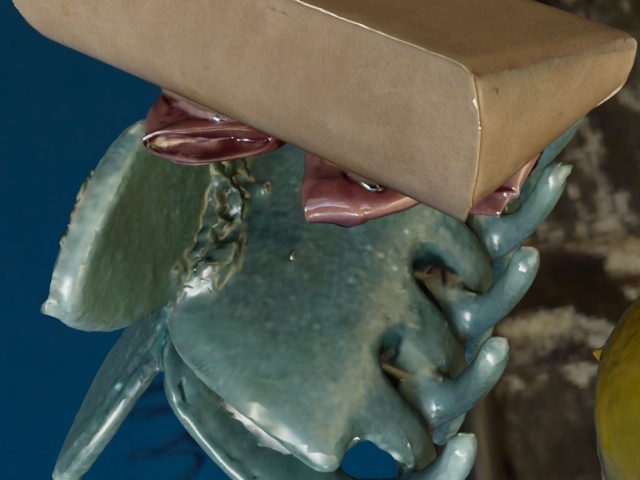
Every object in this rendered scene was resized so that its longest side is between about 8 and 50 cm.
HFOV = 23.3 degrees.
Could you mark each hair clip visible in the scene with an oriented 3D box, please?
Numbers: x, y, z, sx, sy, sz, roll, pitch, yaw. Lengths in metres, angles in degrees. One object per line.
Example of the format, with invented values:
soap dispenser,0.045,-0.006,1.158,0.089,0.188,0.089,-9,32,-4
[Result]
hair clip,0.000,0.000,0.904,0.392,0.238,0.318,107,-176,-57

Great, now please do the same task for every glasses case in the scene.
glasses case,0.000,-0.054,0.478,0.102,0.193,0.070,-19,-55,-45

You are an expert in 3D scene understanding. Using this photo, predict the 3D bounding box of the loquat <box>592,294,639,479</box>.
loquat,0.220,0.101,0.710,0.213,0.213,0.213,-12,-90,-73
